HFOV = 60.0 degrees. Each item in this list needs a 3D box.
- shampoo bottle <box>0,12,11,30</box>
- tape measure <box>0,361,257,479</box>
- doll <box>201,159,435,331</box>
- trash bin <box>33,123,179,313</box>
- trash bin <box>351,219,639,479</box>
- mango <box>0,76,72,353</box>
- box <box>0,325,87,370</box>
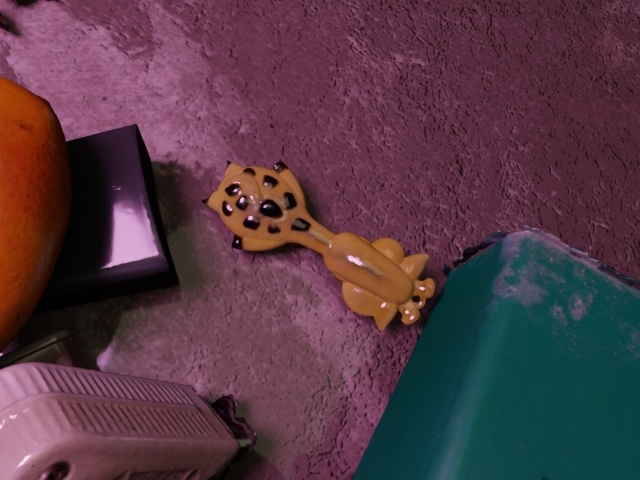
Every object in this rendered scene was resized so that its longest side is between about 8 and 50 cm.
[{"bbox_3d":[-0.343,-0.366,0.699,0.068,0.067,0.236,30,72,8],"label":"shampoo bottle"},{"bbox_3d":[-0.205,0.239,0.485,0.133,0.271,0.231,36,92,32],"label":"tape measure"},{"bbox_3d":[0.000,0.000,0.654,0.291,0.086,0.117,30,91,2],"label":"doll"},{"bbox_3d":[-0.285,-0.010,0.595,0.225,0.115,0.165,-14,80,-11],"label":"trash bin"},{"bbox_3d":[0.184,0.195,0.546,0.259,0.295,0.381,27,66,-4],"label":"trash bin"},{"bbox_3d":[-0.303,-0.005,0.466,0.187,0.138,0.257,-12,74,4],"label":"mango"},{"bbox_3d":[-0.299,0.140,0.562,0.122,0.089,0.062,-26,92,-16],"label":"box"}]
